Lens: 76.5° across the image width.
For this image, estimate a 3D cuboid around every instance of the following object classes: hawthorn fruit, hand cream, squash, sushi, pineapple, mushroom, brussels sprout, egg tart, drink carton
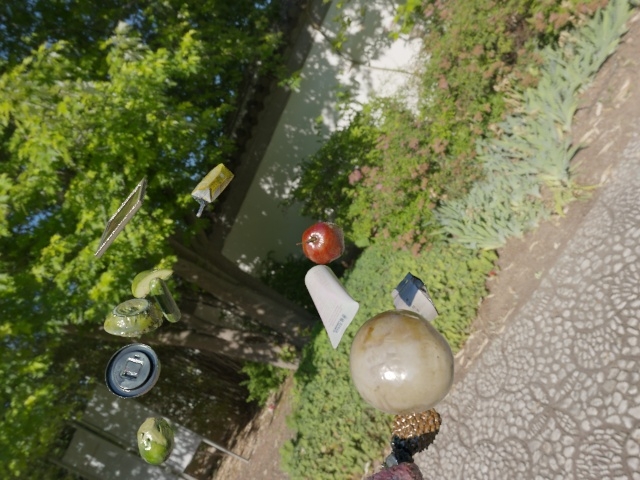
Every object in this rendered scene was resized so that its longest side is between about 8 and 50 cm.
[{"bbox_3d":[0.000,0.000,1.429,0.162,0.163,0.203,-61,-21,-2],"label":"hawthorn fruit"},{"bbox_3d":[0.041,0.218,1.509,0.185,0.118,0.358,-61,27,15],"label":"hand cream"},{"bbox_3d":[-0.878,0.211,2.097,0.252,0.093,0.169,-7,55,44],"label":"squash"},{"bbox_3d":[0.310,0.959,1.622,0.161,0.241,0.107,-54,29,17],"label":"sushi"},{"bbox_3d":[0.407,0.925,1.893,0.357,0.223,0.223,-47,-4,-31],"label":"pineapple"},{"bbox_3d":[0.240,0.345,1.171,0.292,0.293,0.290,-61,-29,-2],"label":"mushroom"},{"bbox_3d":[-0.673,0.827,1.671,0.161,0.144,0.180,-90,-16,-55],"label":"brussels sprout"},{"bbox_3d":[-0.651,0.264,1.409,0.197,0.197,0.078,-72,-20,-69],"label":"egg tart"},{"bbox_3d":[-0.603,0.234,1.580,0.066,0.066,0.228,-65,-27,-45],"label":"squash"},{"bbox_3d":[-0.385,-0.171,1.390,0.084,0.074,0.199,-16,35,47],"label":"drink carton"}]

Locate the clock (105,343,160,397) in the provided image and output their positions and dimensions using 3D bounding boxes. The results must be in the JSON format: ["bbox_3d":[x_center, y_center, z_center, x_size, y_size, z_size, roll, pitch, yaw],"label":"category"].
[{"bbox_3d":[-0.767,0.534,1.669,0.042,0.215,0.214,87,-152,-64],"label":"clock"}]

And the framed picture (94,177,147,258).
[{"bbox_3d":[-0.620,-0.083,1.281,0.211,0.020,0.289,-49,29,4],"label":"framed picture"}]

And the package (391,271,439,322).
[{"bbox_3d":[0.455,0.301,1.965,0.250,0.062,0.203,61,142,30],"label":"package"}]
